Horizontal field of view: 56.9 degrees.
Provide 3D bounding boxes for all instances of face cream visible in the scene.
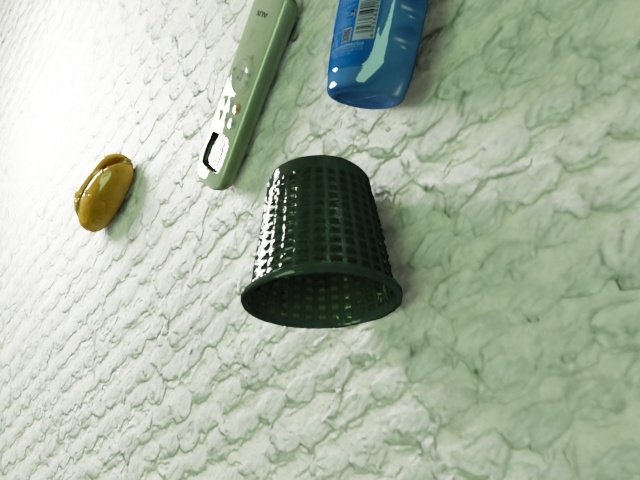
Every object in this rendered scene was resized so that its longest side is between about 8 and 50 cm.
[{"bbox_3d":[0.072,-0.289,0.678,0.149,0.083,0.263,13,93,60],"label":"face cream"}]

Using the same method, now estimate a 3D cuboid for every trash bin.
[{"bbox_3d":[0.000,0.000,0.663,0.175,0.176,0.160,-27,52,39],"label":"trash bin"}]

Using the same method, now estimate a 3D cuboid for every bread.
[{"bbox_3d":[-0.436,-0.096,1.166,0.189,0.078,0.114,-49,48,31],"label":"bread"}]

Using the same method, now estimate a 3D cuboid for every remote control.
[{"bbox_3d":[-0.113,-0.223,0.888,0.090,0.038,0.309,37,110,42],"label":"remote control"}]
